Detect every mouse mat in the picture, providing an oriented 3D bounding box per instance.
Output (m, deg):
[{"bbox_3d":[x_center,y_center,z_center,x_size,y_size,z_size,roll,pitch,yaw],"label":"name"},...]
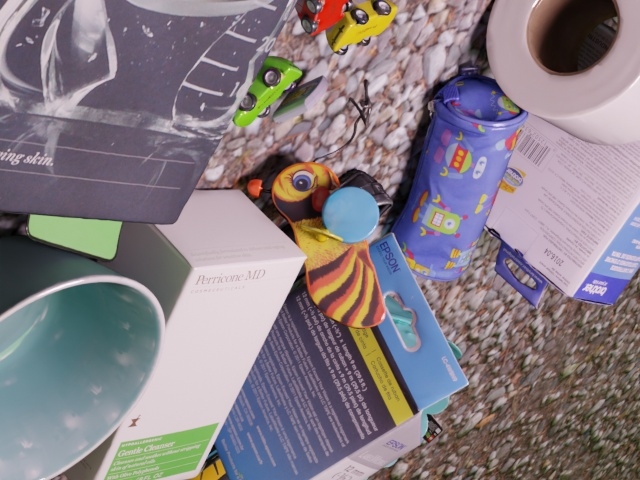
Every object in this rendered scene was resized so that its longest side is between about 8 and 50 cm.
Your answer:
[{"bbox_3d":[-0.246,-0.080,1.591,0.152,0.007,0.189,22,77,-57],"label":"mouse mat"}]

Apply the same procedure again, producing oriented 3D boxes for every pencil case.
[{"bbox_3d":[0.186,-0.087,2.090,0.119,0.133,0.306,-77,-178,-51],"label":"pencil case"}]

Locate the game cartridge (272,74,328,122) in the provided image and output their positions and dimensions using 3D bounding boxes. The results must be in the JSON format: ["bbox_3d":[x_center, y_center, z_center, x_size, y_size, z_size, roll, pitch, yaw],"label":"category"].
[{"bbox_3d":[-0.021,-0.169,1.783,0.056,0.017,0.083,-19,-159,26],"label":"game cartridge"}]

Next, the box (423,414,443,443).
[{"bbox_3d":[0.124,0.247,2.406,0.036,0.114,0.207,-44,149,-4],"label":"box"}]

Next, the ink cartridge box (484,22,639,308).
[{"bbox_3d":[0.372,-0.092,2.162,0.151,0.270,0.395,14,114,-53],"label":"ink cartridge box"}]

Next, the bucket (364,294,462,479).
[{"bbox_3d":[0.047,0.198,2.189,0.281,0.183,0.281,-31,145,-25],"label":"bucket"}]

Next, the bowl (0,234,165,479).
[{"bbox_3d":[-0.343,0.117,1.641,0.311,0.163,0.311,-32,146,-24],"label":"bowl"}]

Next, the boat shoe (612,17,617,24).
[{"bbox_3d":[0.515,-0.306,2.162,0.108,0.301,0.102,-60,-168,5],"label":"boat shoe"}]

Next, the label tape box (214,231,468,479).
[{"bbox_3d":[0.016,0.188,1.989,0.348,0.249,0.115,-33,151,12],"label":"label tape box"}]

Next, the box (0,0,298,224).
[{"bbox_3d":[-0.248,-0.289,1.170,0.480,0.297,0.471,4,121,-52],"label":"box"}]

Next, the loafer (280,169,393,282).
[{"bbox_3d":[0.000,0.000,2.004,0.223,0.078,0.076,-43,149,-6],"label":"loafer"}]

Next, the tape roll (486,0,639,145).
[{"bbox_3d":[0.364,-0.260,1.986,0.246,0.246,0.169,-54,149,12],"label":"tape roll"}]

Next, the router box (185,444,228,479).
[{"bbox_3d":[-0.160,0.310,2.199,0.179,0.046,0.133,-36,148,-17],"label":"router box"}]

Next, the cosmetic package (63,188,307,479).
[{"bbox_3d":[-0.194,0.124,1.841,0.197,0.155,0.365,-6,132,-46],"label":"cosmetic package"}]

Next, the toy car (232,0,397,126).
[{"bbox_3d":[-0.029,-0.222,1.717,0.225,0.053,0.239,-43,166,11],"label":"toy car"}]

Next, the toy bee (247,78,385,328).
[{"bbox_3d":[-0.007,-0.032,1.883,0.162,0.298,0.195,-4,154,0],"label":"toy bee"}]
